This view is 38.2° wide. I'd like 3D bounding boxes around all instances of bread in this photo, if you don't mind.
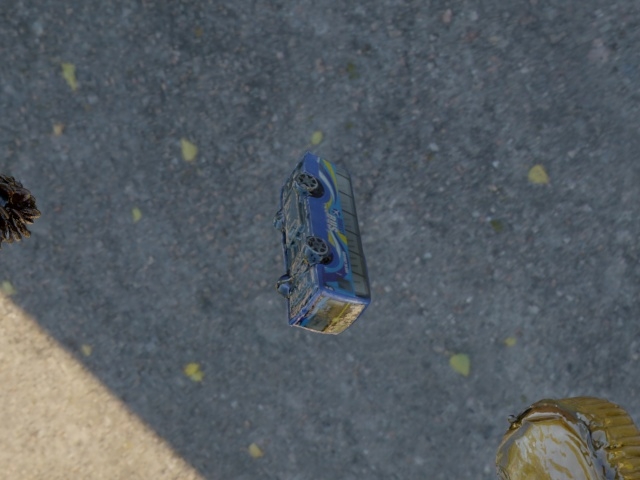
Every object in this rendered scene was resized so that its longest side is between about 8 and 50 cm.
[{"bbox_3d":[0.296,0.274,1.041,0.199,0.104,0.199,-4,86,58],"label":"bread"}]

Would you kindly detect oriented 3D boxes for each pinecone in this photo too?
[{"bbox_3d":[-0.389,-0.028,1.079,0.102,0.109,0.102,46,163,19],"label":"pinecone"}]

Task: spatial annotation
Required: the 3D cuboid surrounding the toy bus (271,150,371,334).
[{"bbox_3d":[0.000,0.000,0.686,0.061,0.153,0.051,18,130,-24],"label":"toy bus"}]
